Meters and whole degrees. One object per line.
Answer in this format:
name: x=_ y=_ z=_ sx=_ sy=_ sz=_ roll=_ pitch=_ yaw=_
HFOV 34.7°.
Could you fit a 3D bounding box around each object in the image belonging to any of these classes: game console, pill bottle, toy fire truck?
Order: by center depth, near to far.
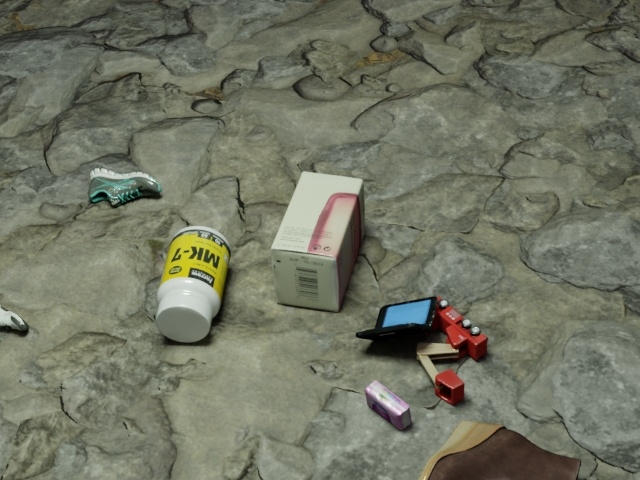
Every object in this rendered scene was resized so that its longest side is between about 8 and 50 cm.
toy fire truck: x=0.218 y=0.190 z=1.803 sx=0.135 sy=0.047 sz=0.192 roll=-28 pitch=46 yaw=-22
game console: x=0.135 y=0.135 z=1.818 sx=0.122 sy=0.107 sz=0.071 roll=-14 pitch=73 yaw=32
pill bottle: x=-0.238 y=0.081 z=1.908 sx=0.119 sy=0.119 sz=0.208 roll=0 pitch=43 yaw=5

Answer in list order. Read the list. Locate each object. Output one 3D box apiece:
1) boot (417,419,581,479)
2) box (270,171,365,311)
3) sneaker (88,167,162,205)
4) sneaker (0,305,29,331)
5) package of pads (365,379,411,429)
boot: x=0.265 y=0.381 z=1.553 sx=0.207 sy=0.090 sz=0.248 roll=18 pitch=43 yaw=25
box: x=0.000 y=0.000 z=1.955 sx=0.127 sy=0.148 sz=0.232 roll=8 pitch=44 yaw=13
sneaker: x=-0.420 y=-0.104 z=2.182 sx=0.167 sy=0.065 sz=0.076 roll=5 pitch=59 yaw=15
sneaker: x=-0.593 y=0.152 z=1.923 sx=0.109 sy=0.040 sz=0.043 roll=20 pitch=64 yaw=29
package of pads: x=0.114 y=0.276 z=1.713 sx=0.032 sy=0.050 sz=0.083 roll=-38 pitch=52 yaw=-25
